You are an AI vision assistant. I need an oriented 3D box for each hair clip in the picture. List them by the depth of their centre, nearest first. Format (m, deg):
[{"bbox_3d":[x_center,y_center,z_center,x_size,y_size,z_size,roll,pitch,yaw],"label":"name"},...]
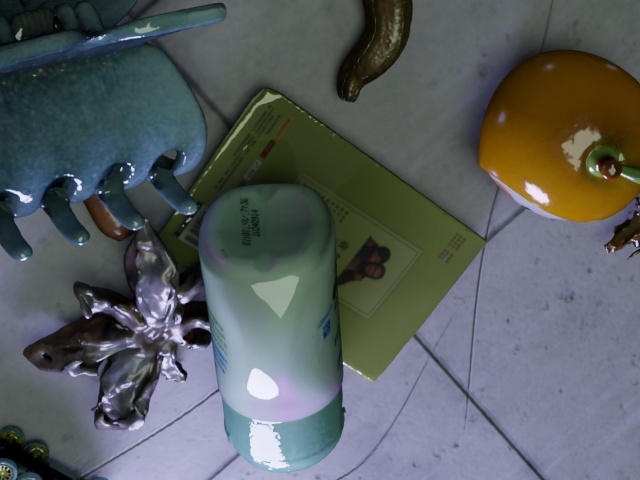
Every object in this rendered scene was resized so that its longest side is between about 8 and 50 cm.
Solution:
[{"bbox_3d":[-0.272,-0.131,1.317,0.318,0.392,0.238,-17,116,-26],"label":"hair clip"}]

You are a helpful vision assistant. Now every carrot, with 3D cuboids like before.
[{"bbox_3d":[-0.273,-0.090,1.479,0.048,0.048,0.216,-32,109,-1],"label":"carrot"}]

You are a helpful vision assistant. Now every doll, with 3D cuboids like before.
[{"bbox_3d":[0.301,-0.112,1.510,0.213,0.236,0.214,-5,108,-15],"label":"doll"}]

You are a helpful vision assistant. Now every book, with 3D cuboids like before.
[{"bbox_3d":[0.000,0.000,1.582,0.352,0.035,0.239,33,101,-23],"label":"book"}]

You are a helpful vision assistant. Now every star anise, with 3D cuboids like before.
[{"bbox_3d":[-0.214,0.112,1.526,0.257,0.111,0.198,-46,126,12],"label":"star anise"}]

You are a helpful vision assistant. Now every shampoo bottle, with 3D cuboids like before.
[{"bbox_3d":[-0.049,0.118,1.498,0.151,0.222,0.350,-4,128,-2],"label":"shampoo bottle"}]

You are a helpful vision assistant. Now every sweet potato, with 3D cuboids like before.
[{"bbox_3d":[0.065,-0.270,1.491,0.081,0.062,0.233,4,112,0],"label":"sweet potato"}]

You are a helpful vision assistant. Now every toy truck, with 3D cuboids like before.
[{"bbox_3d":[-0.346,0.317,1.580,0.191,0.085,0.116,34,107,-19],"label":"toy truck"}]

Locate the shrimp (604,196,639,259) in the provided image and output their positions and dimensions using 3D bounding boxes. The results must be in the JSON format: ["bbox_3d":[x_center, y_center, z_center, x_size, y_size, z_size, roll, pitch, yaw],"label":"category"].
[{"bbox_3d":[0.458,-0.097,1.650,0.287,0.063,0.152,-37,112,-3],"label":"shrimp"}]
